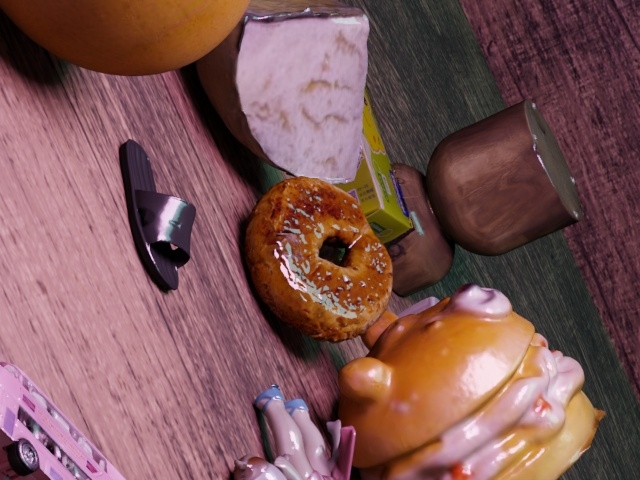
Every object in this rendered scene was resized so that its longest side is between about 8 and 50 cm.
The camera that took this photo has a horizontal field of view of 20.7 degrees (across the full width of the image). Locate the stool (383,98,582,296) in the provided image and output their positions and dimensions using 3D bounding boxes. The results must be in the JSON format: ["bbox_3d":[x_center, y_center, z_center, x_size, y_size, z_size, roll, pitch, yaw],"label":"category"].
[{"bbox_3d":[0.194,-0.056,2.337,0.179,0.264,0.179,55,19,-30],"label":"stool"}]

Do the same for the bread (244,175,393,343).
[{"bbox_3d":[-0.004,0.021,1.883,0.193,0.064,0.193,20,53,-29],"label":"bread"}]

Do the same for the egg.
[{"bbox_3d":[-0.191,-0.294,1.518,0.322,0.250,0.250,52,20,-13],"label":"egg"}]

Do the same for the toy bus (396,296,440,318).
[{"bbox_3d":[0.144,0.187,2.168,0.106,0.092,0.268,46,25,-28],"label":"toy bus"}]

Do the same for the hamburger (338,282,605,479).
[{"bbox_3d":[0.140,0.175,1.886,0.237,0.276,0.276,53,18,-6],"label":"hamburger"}]

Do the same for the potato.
[{"bbox_3d":[-0.086,-0.192,1.985,0.264,0.189,0.211,35,-55,50],"label":"potato"}]

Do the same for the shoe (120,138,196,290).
[{"bbox_3d":[-0.147,-0.033,1.643,0.062,0.053,0.159,44,25,-59],"label":"shoe"}]

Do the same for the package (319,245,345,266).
[{"bbox_3d":[0.000,0.000,2.007,0.047,0.071,0.131,51,24,-32],"label":"package"}]

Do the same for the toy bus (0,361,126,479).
[{"bbox_3d":[-0.188,0.170,1.219,0.203,0.063,0.090,54,20,-32],"label":"toy bus"}]

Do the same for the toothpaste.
[{"bbox_3d":[0.024,-0.150,2.275,0.110,0.077,0.327,28,41,-61],"label":"toothpaste"}]

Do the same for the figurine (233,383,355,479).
[{"bbox_3d":[0.000,0.236,1.635,0.205,0.103,0.260,47,15,-52],"label":"figurine"}]
